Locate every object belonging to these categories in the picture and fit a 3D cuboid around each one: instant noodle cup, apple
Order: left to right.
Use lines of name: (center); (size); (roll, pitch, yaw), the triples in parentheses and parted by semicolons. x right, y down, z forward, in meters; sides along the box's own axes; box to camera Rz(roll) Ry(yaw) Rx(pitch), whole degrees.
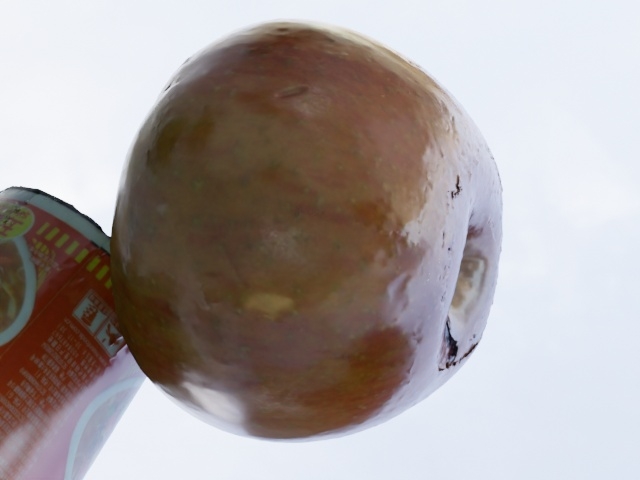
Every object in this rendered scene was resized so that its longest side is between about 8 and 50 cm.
instant noodle cup: (-0.186, 0.090, 0.718); (0.193, 0.193, 0.212); (11, -128, 40)
apple: (0.000, 0.000, 0.668); (0.173, 0.210, 0.235); (13, -165, 11)
